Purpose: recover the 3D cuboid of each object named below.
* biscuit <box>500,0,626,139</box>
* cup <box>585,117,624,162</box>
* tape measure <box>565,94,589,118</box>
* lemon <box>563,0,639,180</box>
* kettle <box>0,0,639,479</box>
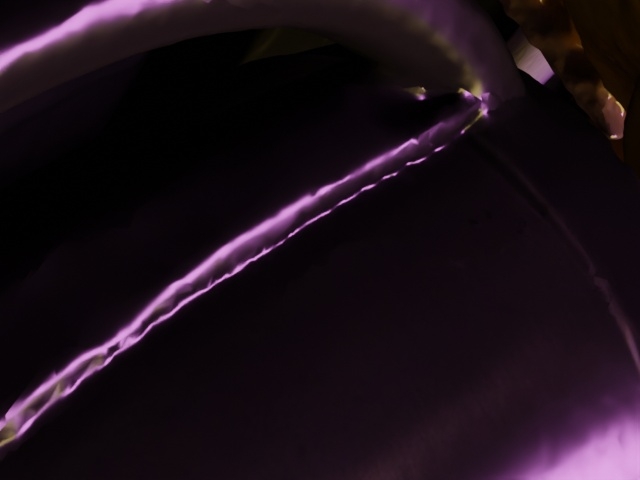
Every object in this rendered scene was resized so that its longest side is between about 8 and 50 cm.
[{"bbox_3d":[0.167,-0.116,0.825,0.054,0.094,0.378,-41,172,25],"label":"biscuit"},{"bbox_3d":[0.174,0.018,0.848,0.196,0.279,0.196,-13,105,-60],"label":"cup"},{"bbox_3d":[0.231,-0.079,1.117,0.223,0.135,0.202,-45,172,-5],"label":"tape measure"},{"bbox_3d":[0.225,-0.111,0.545,0.316,0.285,0.285,-16,165,-8],"label":"lemon"},{"bbox_3d":[-0.041,0.068,0.457,0.271,0.207,0.251,-25,167,-41],"label":"kettle"}]
